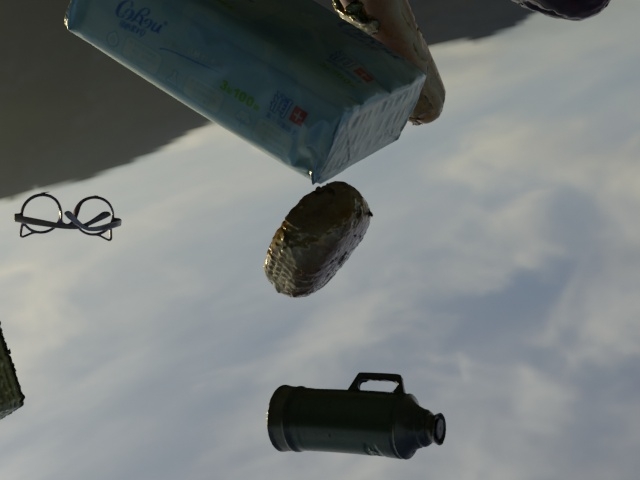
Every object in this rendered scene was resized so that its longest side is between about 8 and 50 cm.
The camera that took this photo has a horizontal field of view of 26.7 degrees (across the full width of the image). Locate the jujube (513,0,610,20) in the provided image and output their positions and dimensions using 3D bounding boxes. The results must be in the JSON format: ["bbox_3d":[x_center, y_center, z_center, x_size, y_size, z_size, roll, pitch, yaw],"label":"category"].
[{"bbox_3d":[0.166,-0.215,1.035,0.129,0.077,0.077,22,-160,4],"label":"jujube"}]

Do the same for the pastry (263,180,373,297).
[{"bbox_3d":[0.000,0.000,2.032,0.182,0.093,0.192,-43,164,-33],"label":"pastry"}]

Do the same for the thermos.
[{"bbox_3d":[0.043,0.190,1.421,0.188,0.073,0.083,0,-149,29],"label":"thermos"}]

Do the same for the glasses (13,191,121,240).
[{"bbox_3d":[-0.311,-0.020,1.714,0.140,0.062,0.104,3,-167,-24],"label":"glasses"}]

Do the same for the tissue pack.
[{"bbox_3d":[-0.059,-0.163,1.145,0.263,0.089,0.177,34,-151,13],"label":"tissue pack"}]

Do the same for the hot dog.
[{"bbox_3d":[0.076,-0.243,1.630,0.072,0.269,0.109,-43,-142,-15],"label":"hot dog"}]

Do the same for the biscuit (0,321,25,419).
[{"bbox_3d":[-0.429,0.129,1.624,0.121,0.199,0.040,-32,163,36],"label":"biscuit"}]
